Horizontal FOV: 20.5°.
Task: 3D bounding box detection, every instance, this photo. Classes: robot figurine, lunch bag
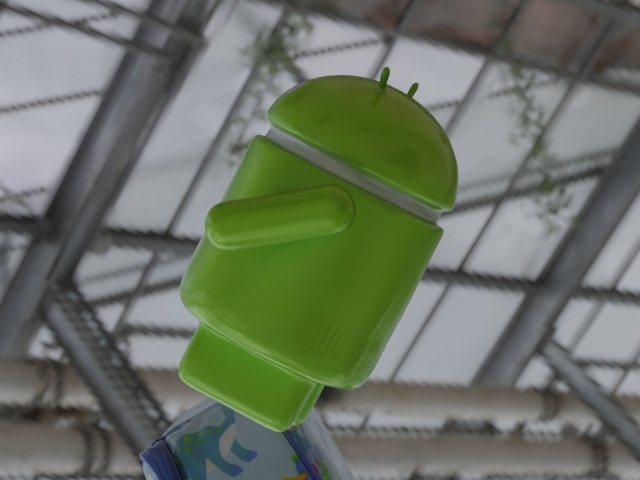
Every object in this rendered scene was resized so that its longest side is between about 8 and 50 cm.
[{"bbox_3d":[0.000,0.000,0.550,0.067,0.115,0.101,28,-175,11],"label":"robot figurine"},{"bbox_3d":[-0.014,0.159,0.931,0.176,0.090,0.219,59,180,-1],"label":"lunch bag"}]
